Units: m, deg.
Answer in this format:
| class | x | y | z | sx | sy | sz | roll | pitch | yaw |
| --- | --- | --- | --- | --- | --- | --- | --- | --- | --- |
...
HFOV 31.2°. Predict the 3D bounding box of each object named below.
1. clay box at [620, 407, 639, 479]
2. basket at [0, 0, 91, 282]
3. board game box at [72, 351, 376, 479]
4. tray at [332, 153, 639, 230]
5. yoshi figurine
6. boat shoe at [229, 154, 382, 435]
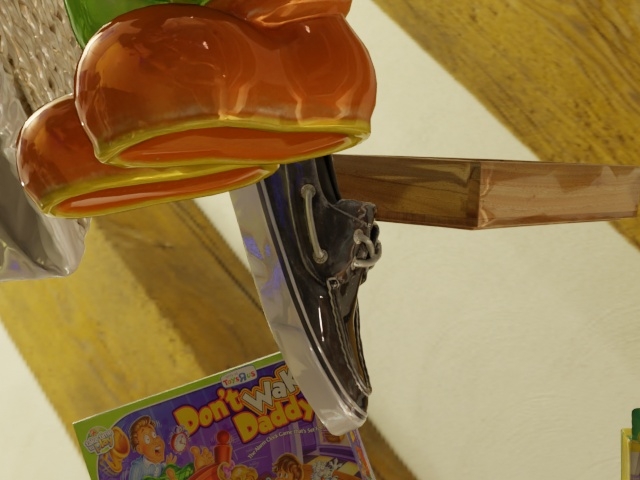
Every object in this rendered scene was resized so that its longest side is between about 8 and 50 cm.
| class | x | y | z | sx | sy | sz | roll | pitch | yaw |
| --- | --- | --- | --- | --- | --- | --- | --- | --- | --- |
| clay box | 0.361 | 0.266 | 1.122 | 0.128 | 0.053 | 0.222 | -1 | -85 | 4 |
| basket | -0.399 | -0.152 | 1.131 | 0.331 | 0.328 | 0.266 | -3 | -137 | 15 |
| board game box | -0.121 | 0.290 | 1.497 | 0.347 | 0.078 | 0.233 | -20 | -94 | 10 |
| tray | 0.198 | -0.059 | 1.340 | 0.203 | 0.411 | 0.076 | 6 | -83 | 37 |
| yoshi figurine | -0.098 | -0.196 | 0.401 | 0.204 | 0.203 | 0.362 | -10 | -95 | 15 |
| boat shoe | 0.000 | 0.000 | 0.912 | 0.102 | 0.108 | 0.301 | -19 | -100 | 9 |
